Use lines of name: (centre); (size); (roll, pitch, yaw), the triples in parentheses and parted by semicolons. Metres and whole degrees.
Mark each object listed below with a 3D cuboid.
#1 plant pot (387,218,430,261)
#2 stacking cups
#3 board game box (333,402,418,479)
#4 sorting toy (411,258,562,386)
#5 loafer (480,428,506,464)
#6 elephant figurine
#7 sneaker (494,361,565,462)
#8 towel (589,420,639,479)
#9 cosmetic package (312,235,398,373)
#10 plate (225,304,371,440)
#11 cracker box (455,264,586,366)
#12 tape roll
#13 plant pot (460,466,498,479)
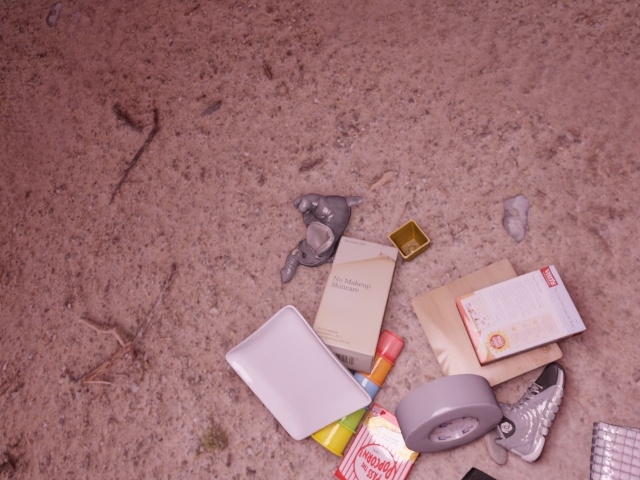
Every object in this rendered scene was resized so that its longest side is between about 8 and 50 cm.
plant pot: (0.238, 0.010, 1.390); (0.081, 0.083, 0.081); (-34, 63, 0)
stacking cups: (0.094, 0.362, 1.286); (0.096, 0.096, 0.316); (26, 76, 24)
board game box: (0.144, 0.508, 1.233); (0.146, 0.045, 0.193); (27, 78, 23)
sorting toy: (0.389, 0.216, 1.258); (0.255, 0.089, 0.257); (-25, 64, 6)
loafer: (0.385, 0.447, 1.197); (0.045, 0.039, 0.125); (-5, 63, -26)
elephant figurine: (0.000, 0.000, 1.446); (0.169, 0.186, 0.239); (8, 78, -26)
sneaker: (0.451, 0.362, 1.169); (0.132, 0.086, 0.229); (22, 76, 10)
towel: (0.687, 0.508, 1.037); (0.283, 0.121, 0.235); (9, 70, 21)
cosmetic package: (0.087, 0.153, 1.299); (0.160, 0.113, 0.309); (11, 55, 9)
plate: (-0.054, 0.305, 1.205); (0.277, 0.045, 0.278); (49, 125, 0)
cracker box: (0.441, 0.170, 1.173); (0.232, 0.067, 0.156); (-20, 65, 8)
tape roll: (0.275, 0.376, 1.129); (0.219, 0.219, 0.072); (-23, 48, 7)
plant pot: (0.336, 0.584, 1.079); (0.187, 0.188, 0.167); (23, 65, 24)
